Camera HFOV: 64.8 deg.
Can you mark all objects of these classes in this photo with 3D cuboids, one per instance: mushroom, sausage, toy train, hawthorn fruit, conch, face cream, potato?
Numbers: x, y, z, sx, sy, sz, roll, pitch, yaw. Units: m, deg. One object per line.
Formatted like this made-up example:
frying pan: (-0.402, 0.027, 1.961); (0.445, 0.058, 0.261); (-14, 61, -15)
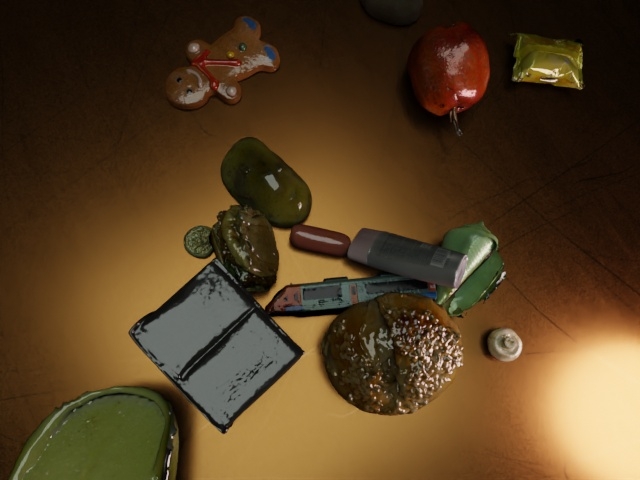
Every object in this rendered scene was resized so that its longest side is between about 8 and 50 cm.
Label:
mushroom: (0.204, -0.687, 1.406); (0.188, 0.117, 0.141); (22, 88, -5)
sausage: (0.000, 0.000, 1.249); (0.154, 0.062, 0.062); (13, 76, -3)
mushroom: (0.450, 0.253, 1.231); (0.084, 0.067, 0.083); (0, 75, 2)
toy train: (0.068, 0.129, 1.214); (0.410, 0.086, 0.089); (-4, 77, -6)
hawthorn fruit: (0.335, -0.415, 1.310); (0.211, 0.211, 0.299); (-5, 88, -6)
conch: (0.363, 0.077, 1.229); (0.143, 0.137, 0.250); (5, 87, -27)
face cream: (0.203, 0.037, 1.195); (0.269, 0.073, 0.107); (16, 45, 26)
potato: (-0.136, -0.151, 1.248); (0.160, 0.111, 0.271); (-43, 85, -14)
potato: (-0.416, 0.464, 1.056); (0.330, 0.212, 0.280); (15, 58, 8)

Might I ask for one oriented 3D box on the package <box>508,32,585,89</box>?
package: (0.631, -0.504, 1.408); (0.226, 0.090, 0.168); (7, 74, -6)

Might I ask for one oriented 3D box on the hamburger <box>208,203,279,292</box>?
hamburger: (-0.179, 0.025, 1.180); (0.130, 0.183, 0.206); (-18, 80, 25)

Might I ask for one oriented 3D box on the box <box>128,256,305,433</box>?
box: (-0.201, 0.228, 1.039); (0.204, 0.345, 0.251); (-42, 83, -18)

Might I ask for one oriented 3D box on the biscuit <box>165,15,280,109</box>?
biscuit: (-0.267, -0.460, 1.339); (0.324, 0.049, 0.205); (-34, 83, -10)

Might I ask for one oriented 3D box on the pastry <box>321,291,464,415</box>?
pastry: (0.165, 0.258, 1.108); (0.316, 0.184, 0.284); (-10, 103, -1)

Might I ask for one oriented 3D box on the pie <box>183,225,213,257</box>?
pie: (-0.295, 0.001, 1.243); (0.084, 0.021, 0.084); (0, 80, -2)
